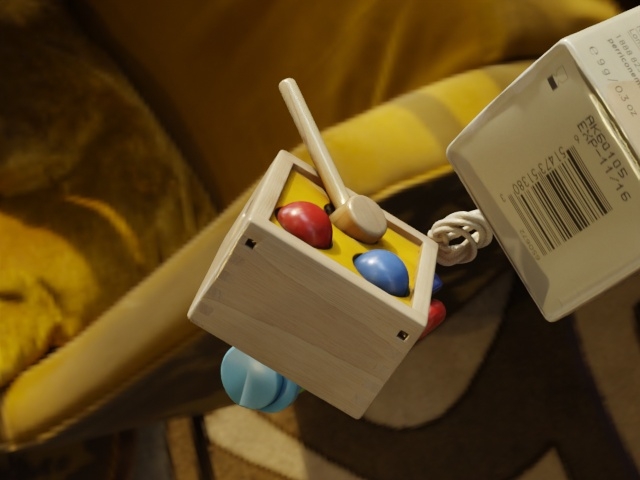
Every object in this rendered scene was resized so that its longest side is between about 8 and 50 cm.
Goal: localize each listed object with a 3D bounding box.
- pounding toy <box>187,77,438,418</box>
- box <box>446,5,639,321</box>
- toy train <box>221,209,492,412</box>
[{"bbox_3d":[0.000,0.000,0.835,0.130,0.141,0.100,31,114,-6],"label":"pounding toy"},{"bbox_3d":[0.245,-0.084,0.859,0.121,0.311,0.148,60,152,9],"label":"box"},{"bbox_3d":[0.036,0.038,1.132,0.248,0.143,0.105,-42,81,27],"label":"toy train"}]
